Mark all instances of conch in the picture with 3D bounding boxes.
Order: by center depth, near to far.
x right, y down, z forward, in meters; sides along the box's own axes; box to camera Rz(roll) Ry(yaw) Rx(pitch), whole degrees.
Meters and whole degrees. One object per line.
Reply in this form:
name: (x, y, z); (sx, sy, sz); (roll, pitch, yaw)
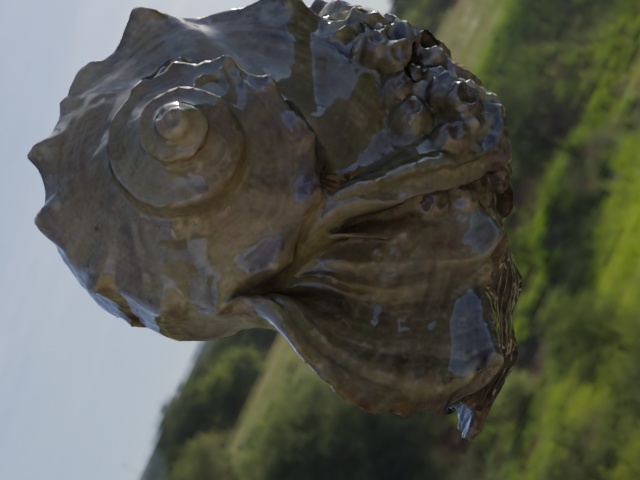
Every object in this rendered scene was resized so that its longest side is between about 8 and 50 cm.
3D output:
conch: (0.000, 0.000, 0.651); (0.163, 0.178, 0.245); (-27, -20, 4)
